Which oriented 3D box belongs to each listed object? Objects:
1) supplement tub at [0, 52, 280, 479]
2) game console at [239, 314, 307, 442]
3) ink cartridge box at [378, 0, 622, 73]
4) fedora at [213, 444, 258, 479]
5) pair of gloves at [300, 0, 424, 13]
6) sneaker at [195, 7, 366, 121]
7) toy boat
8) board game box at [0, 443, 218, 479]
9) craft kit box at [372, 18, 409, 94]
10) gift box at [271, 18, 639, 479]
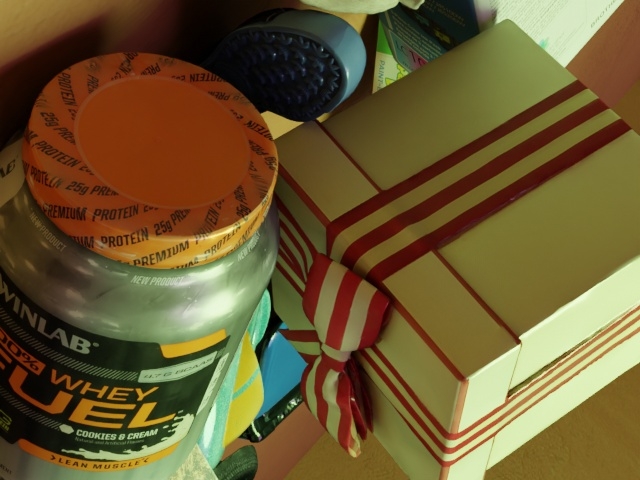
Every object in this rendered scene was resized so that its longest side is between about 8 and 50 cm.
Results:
[{"bbox_3d":[-0.142,0.034,0.833,0.193,0.193,0.316,-39,163,-39],"label":"supplement tub"},{"bbox_3d":[-0.049,0.109,1.565,0.293,0.250,0.173,-38,120,-43],"label":"game console"},{"bbox_3d":[0.157,-0.294,0.934,0.270,0.151,0.395,-48,159,-7],"label":"ink cartridge box"},{"bbox_3d":[-0.234,0.348,1.501,0.334,0.152,0.334,-47,167,-14],"label":"fedora"},{"bbox_3d":[0.029,-0.245,0.698,0.204,0.042,0.240,14,121,-28],"label":"pair of gloves"},{"bbox_3d":[-0.025,-0.134,0.863,0.090,0.081,0.232,-44,-160,-23],"label":"sneaker"},{"bbox_3d":[-0.093,0.076,1.105,0.318,0.148,0.267,100,1,-45],"label":"toy boat"},{"bbox_3d":[-0.197,0.300,1.054,0.291,0.232,0.141,-15,-162,44],"label":"board game box"},{"bbox_3d":[0.143,-0.199,1.283,0.247,0.061,0.249,-41,146,-44],"label":"craft kit box"},{"bbox_3d":[0.087,0.019,0.908,0.258,0.276,0.255,-32,147,-20],"label":"gift box"}]
